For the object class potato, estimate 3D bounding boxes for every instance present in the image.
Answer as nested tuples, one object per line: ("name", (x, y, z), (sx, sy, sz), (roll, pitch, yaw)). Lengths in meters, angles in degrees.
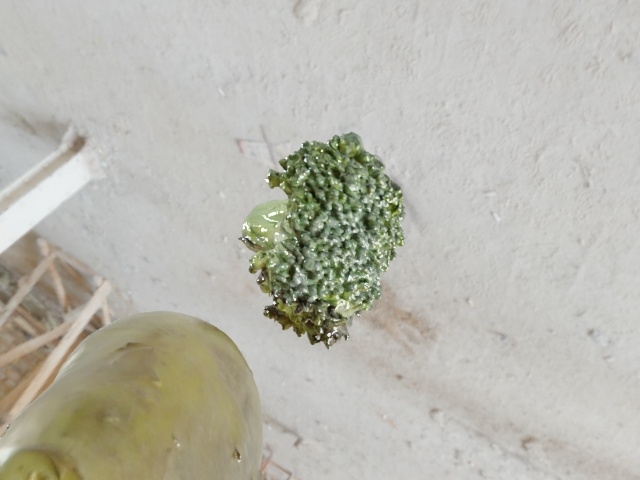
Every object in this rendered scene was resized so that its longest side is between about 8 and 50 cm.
("potato", (-0.122, 0.159, 0.360), (0.141, 0.296, 0.192), (12, 111, 18))

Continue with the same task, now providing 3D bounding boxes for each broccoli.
("broccoli", (0.018, 0.002, 1.038), (0.324, 0.334, 0.272), (27, 164, -23))
